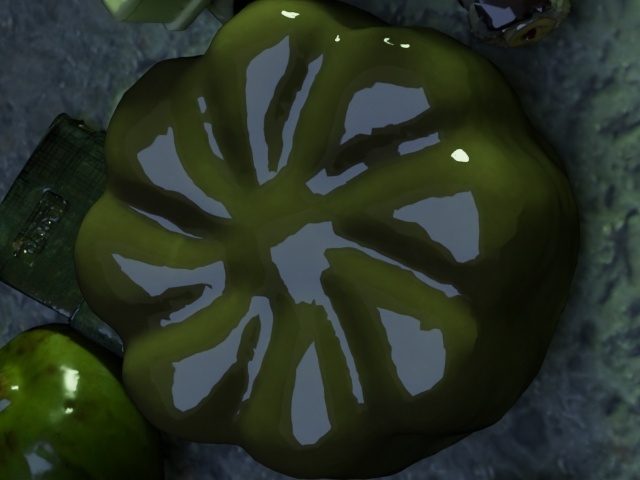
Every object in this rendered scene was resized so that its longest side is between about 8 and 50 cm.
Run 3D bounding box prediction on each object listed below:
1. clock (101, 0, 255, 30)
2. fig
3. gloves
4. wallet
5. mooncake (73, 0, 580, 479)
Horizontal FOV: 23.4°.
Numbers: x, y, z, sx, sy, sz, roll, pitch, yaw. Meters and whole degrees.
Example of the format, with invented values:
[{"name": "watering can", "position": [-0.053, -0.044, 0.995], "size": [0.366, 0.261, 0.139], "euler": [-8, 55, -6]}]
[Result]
[{"name": "clock", "position": [0.012, -0.300, 1.120], "size": [0.379, 0.276, 0.120], "euler": [-47, 71, 31]}, {"name": "fig", "position": [-0.228, 0.196, 1.419], "size": [0.203, 0.203, 0.225], "euler": [-21, 130, 31]}, {"name": "gloves", "position": [0.133, -0.214, 1.168], "size": [0.110, 0.094, 0.144], "euler": [-5, 78, 21]}, {"name": "wallet", "position": [-0.150, 0.021, 1.365], "size": [0.317, 0.044, 0.169], "euler": [29, 82, 20]}, {"name": "mooncake", "position": [0.000, 0.000, 1.179], "size": [0.378, 0.201, 0.379], "euler": [-2, 86, 20]}]
